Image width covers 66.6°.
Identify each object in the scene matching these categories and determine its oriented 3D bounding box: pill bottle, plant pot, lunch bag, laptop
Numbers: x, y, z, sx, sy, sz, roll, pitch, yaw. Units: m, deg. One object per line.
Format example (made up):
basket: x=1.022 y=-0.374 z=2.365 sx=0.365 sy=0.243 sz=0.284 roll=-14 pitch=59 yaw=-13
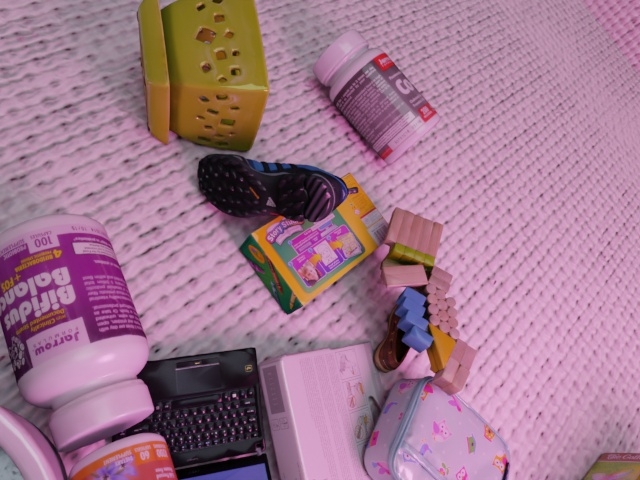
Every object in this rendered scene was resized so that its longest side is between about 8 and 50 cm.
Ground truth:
pill bottle: x=-0.216 y=0.358 z=0.582 sx=0.121 sy=0.121 sz=0.216 roll=-14 pitch=57 yaw=-29
plant pot: x=-0.228 y=-0.314 z=0.920 sx=0.207 sy=0.227 sz=0.228 roll=-6 pitch=74 yaw=-20
pill bottle: x=0.125 y=-0.330 z=1.119 sx=0.283 sy=0.161 sz=0.161 roll=49 pitch=59 yaw=-1
pill bottle: x=-0.348 y=0.127 z=0.692 sx=0.169 sy=0.169 sz=0.302 roll=-18 pitch=69 yaw=-29
lunch bag: x=0.221 y=0.406 z=0.884 sx=0.279 sy=0.108 sz=0.224 roll=45 pitch=51 yaw=-12
laptop: x=-0.190 y=0.305 z=0.713 sx=0.234 sy=0.136 sz=0.264 roll=-4 pitch=80 yaw=-15

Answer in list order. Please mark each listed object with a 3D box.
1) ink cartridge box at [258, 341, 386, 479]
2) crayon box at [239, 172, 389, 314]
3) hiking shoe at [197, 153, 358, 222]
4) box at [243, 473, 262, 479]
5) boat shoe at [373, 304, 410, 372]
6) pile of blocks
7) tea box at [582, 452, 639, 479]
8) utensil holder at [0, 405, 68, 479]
ink cartridge box: x=0.029 y=0.343 z=0.867 sx=0.261 sy=0.066 sz=0.296 roll=6 pitch=66 yaw=-50
crayon box: x=0.000 y=0.000 z=0.978 sx=0.278 sy=0.081 sz=0.165 roll=-34 pitch=87 yaw=-31
hiking shoe: x=-0.092 y=-0.096 z=0.915 sx=0.304 sy=0.113 sz=0.132 roll=17 pitch=18 yaw=24
box: x=-0.126 y=0.449 z=0.690 sx=0.158 sy=0.156 sz=0.093 roll=-13 pitch=120 yaw=-29
boat shoe: x=0.170 y=0.188 z=0.992 sx=0.064 sy=0.060 sz=0.178 roll=41 pitch=55 yaw=-13
pile of blocks: x=0.179 y=0.118 z=0.934 sx=0.148 sy=0.113 sz=0.362 roll=1 pitch=60 yaw=-15
tea box: x=0.656 y=0.587 z=0.908 sx=0.323 sy=0.329 sz=0.220 roll=-25 pitch=82 yaw=-32
utensil holder: x=-0.424 y=0.315 z=0.479 sx=0.327 sy=0.385 sz=0.328 roll=10 pitch=66 yaw=-22
